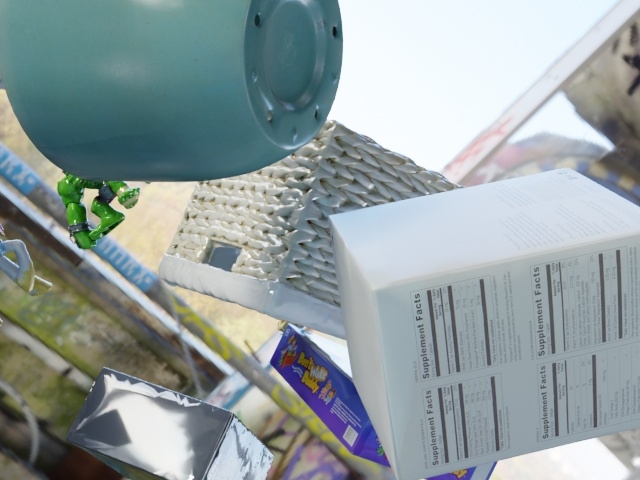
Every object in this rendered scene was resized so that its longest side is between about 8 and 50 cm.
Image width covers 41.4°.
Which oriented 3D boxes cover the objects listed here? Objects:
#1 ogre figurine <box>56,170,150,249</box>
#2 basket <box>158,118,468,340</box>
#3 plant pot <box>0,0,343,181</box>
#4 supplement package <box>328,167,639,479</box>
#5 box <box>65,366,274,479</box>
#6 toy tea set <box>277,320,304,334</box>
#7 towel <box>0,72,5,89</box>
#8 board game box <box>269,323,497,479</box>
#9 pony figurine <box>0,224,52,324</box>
[{"bbox_3d":[-0.346,-0.084,1.330,0.118,0.197,0.097,51,45,9],"label":"ogre figurine"},{"bbox_3d":[0.000,0.000,1.225,0.331,0.266,0.328,21,-6,-35],"label":"basket"},{"bbox_3d":[-0.119,-0.189,0.831,0.235,0.293,0.293,10,-16,27],"label":"plant pot"},{"bbox_3d":[0.164,0.070,0.812,0.199,0.262,0.198,-118,-162,-68],"label":"supplement package"},{"bbox_3d":[-0.321,0.459,1.884,0.343,0.179,0.312,14,-24,22],"label":"box"},{"bbox_3d":[-0.054,0.111,1.945,0.124,0.200,0.336,32,-37,-11],"label":"toy tea set"},{"bbox_3d":[-0.549,-0.332,1.358,0.235,0.121,0.283,8,-7,-28],"label":"towel"},{"bbox_3d":[0.087,0.255,1.320,0.233,0.078,0.347,26,2,-26],"label":"board game box"},{"bbox_3d":[-0.788,0.025,1.779,0.303,0.351,0.363,40,-26,62],"label":"pony figurine"}]
